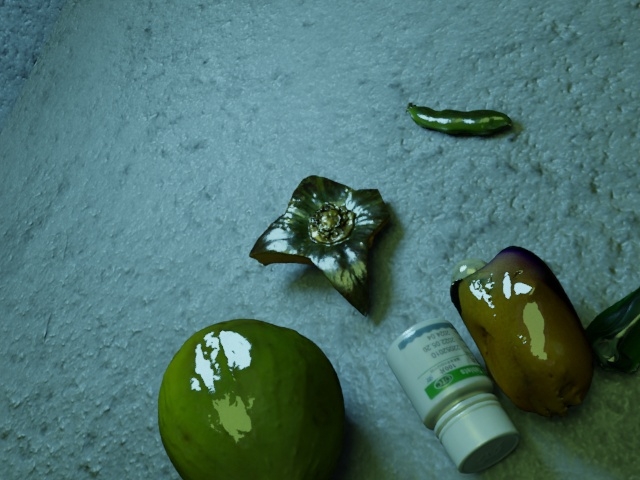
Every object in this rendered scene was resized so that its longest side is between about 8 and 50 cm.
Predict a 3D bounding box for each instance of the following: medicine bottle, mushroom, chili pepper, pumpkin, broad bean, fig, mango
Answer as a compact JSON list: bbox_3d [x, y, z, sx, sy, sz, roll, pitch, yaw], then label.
[{"bbox_3d":[0.220,0.256,1.209,0.139,0.139,0.237,-37,51,7],"label":"medicine bottle"},{"bbox_3d":[0.280,0.072,1.323,0.083,0.067,0.083,4,107,14],"label":"mushroom"},{"bbox_3d":[0.511,0.120,1.174,0.216,0.062,0.108,-48,52,-5],"label":"chili pepper"},{"bbox_3d":[0.025,-0.011,1.495,0.290,0.095,0.258,21,63,26],"label":"pumpkin"},{"bbox_3d":[0.281,-0.252,1.516,0.254,0.046,0.065,14,59,35],"label":"broad bean"},{"bbox_3d":[-0.115,0.313,1.238,0.343,0.343,0.343,-13,58,23],"label":"fig"},{"bbox_3d":[0.334,0.148,1.180,0.152,0.201,0.287,-18,65,-9],"label":"mango"}]
